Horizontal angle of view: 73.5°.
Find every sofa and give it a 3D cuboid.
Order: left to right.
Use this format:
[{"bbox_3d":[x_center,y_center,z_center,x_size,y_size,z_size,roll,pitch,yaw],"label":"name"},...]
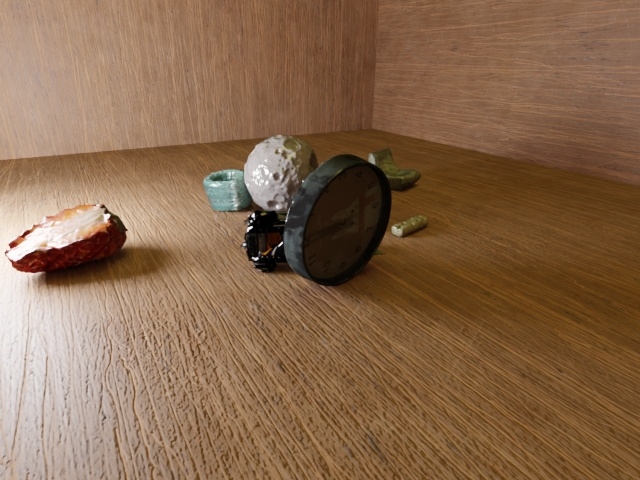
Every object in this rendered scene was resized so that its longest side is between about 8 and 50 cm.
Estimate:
[{"bbox_3d":[0.390,-0.378,2.265,0.225,0.176,0.210,18,28,36],"label":"sofa"}]

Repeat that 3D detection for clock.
[{"bbox_3d":[0.062,-0.050,1.222,0.386,0.386,0.076,-20,35,-40],"label":"clock"}]

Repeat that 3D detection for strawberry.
[{"bbox_3d":[-0.798,0.015,1.370,0.265,0.149,0.336,26,44,34],"label":"strawberry"}]

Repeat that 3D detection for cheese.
[{"bbox_3d":[0.352,-0.059,1.676,0.194,0.043,0.065,-20,29,-40],"label":"cheese"}]

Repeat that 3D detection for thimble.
[{"bbox_3d":[-0.403,-0.222,1.900,0.198,0.143,0.235,-24,30,-29],"label":"thimble"}]

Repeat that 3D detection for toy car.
[{"bbox_3d":[-0.089,0.001,1.353,0.301,0.193,0.118,1,9,0],"label":"toy car"}]

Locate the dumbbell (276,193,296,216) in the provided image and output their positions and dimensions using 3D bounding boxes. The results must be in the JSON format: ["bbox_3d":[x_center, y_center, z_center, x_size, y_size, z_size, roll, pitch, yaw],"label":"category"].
[{"bbox_3d":[-0.017,-0.110,1.661,0.325,0.143,0.143,-3,23,-9],"label":"dumbbell"}]

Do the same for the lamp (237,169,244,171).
[{"bbox_3d":[-0.383,-0.277,2.071,0.136,0.136,0.136,0,23,0],"label":"lamp"}]

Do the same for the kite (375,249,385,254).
[{"bbox_3d":[0.067,0.018,1.526,0.322,0.013,0.267,16,28,31],"label":"kite"}]

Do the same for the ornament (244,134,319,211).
[{"bbox_3d":[-0.165,-0.272,1.808,0.336,0.337,0.337,0,23,0],"label":"ornament"}]

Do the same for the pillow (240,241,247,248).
[{"bbox_3d":[-0.177,-0.010,1.539,0.141,0.055,0.208,1,20,23],"label":"pillow"}]
